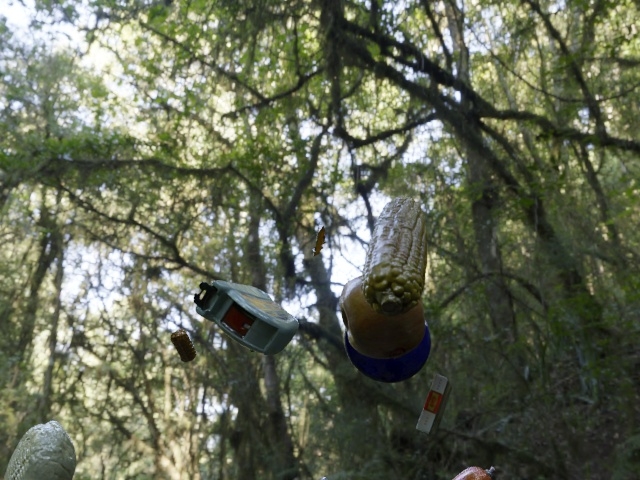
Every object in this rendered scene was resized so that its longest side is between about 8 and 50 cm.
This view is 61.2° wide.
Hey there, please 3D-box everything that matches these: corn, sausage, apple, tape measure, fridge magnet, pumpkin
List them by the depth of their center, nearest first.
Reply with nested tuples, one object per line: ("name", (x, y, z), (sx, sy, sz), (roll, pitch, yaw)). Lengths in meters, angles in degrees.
("corn", (0.151, 0.018, 1.069), (0.121, 0.363, 0.120), (5, -57, 8))
("apple", (0.146, 0.174, 1.280), (0.188, 0.210, 0.211), (-12, -28, -3))
("sausage", (0.340, 0.700, 1.423), (0.312, 0.093, 0.093), (-39, -34, -4))
("tape measure", (-0.190, 0.212, 1.459), (0.246, 0.125, 0.243), (36, 6, 21))
("fridge magnet", (0.202, 0.299, 1.641), (0.266, 0.265, 0.112), (6, -24, 0))
("pumpkin", (0.001, -0.001, 1.649), (0.035, 0.101, 0.073), (14, 6, -1))

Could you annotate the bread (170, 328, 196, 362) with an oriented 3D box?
("bread", (-0.410, 0.316, 1.623), (0.052, 0.044, 0.157), (-24, -36, -16))

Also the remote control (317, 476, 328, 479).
("remote control", (0.049, 0.483, 0.796), (0.029, 0.260, 0.067), (-29, -17, 6))

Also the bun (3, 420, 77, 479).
("bun", (-0.685, 0.560, 1.338), (0.134, 0.220, 0.221), (30, -36, -32))

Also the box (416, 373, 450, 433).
("box", (0.277, 0.399, 1.302), (0.034, 0.132, 0.235), (19, -13, 21))
